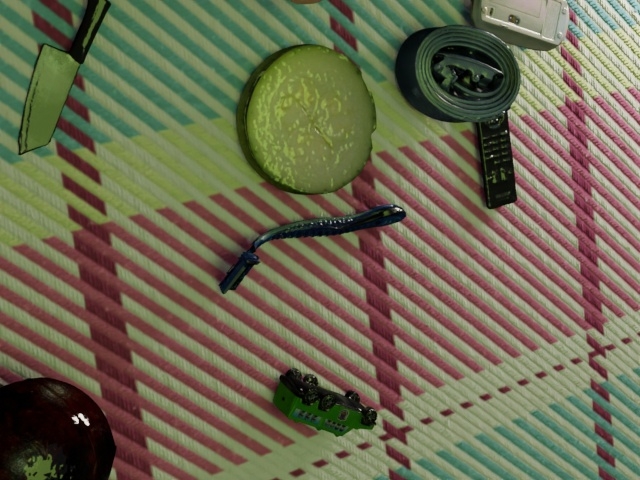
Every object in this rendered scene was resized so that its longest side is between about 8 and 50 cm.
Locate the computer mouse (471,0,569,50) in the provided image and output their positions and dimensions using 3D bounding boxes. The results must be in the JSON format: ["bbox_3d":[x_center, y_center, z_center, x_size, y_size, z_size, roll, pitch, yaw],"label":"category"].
[{"bbox_3d":[0.311,-0.361,2.078,0.199,0.045,0.102,9,92,-35],"label":"computer mouse"}]

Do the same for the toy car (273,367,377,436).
[{"bbox_3d":[0.008,0.246,1.948,0.165,0.071,0.062,24,98,-34],"label":"toy car"}]

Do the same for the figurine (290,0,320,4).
[{"bbox_3d":[0.004,-0.453,1.796,0.133,0.200,0.276,28,72,5],"label":"figurine"}]

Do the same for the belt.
[{"bbox_3d":[0.209,-0.249,1.993,0.190,0.082,0.141,13,90,-24],"label":"belt"}]

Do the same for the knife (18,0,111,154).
[{"bbox_3d":[-0.335,-0.213,1.675,0.060,0.028,0.230,23,87,-22],"label":"knife"}]

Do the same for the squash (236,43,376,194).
[{"bbox_3d":[-0.020,-0.174,1.888,0.219,0.041,0.219,-3,95,-31],"label":"squash"}]

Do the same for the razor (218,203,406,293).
[{"bbox_3d":[-0.006,-0.010,1.912,0.324,0.093,0.056,-20,72,-34],"label":"razor"}]

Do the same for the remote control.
[{"bbox_3d":[0.272,-0.172,2.092,0.063,0.025,0.245,-16,106,-31],"label":"remote control"}]

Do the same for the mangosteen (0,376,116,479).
[{"bbox_3d":[-0.364,0.259,1.626,0.216,0.216,0.216,-6,100,-34],"label":"mangosteen"}]
